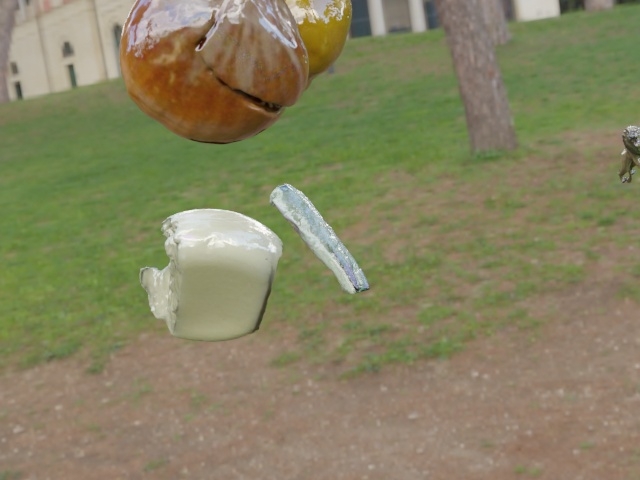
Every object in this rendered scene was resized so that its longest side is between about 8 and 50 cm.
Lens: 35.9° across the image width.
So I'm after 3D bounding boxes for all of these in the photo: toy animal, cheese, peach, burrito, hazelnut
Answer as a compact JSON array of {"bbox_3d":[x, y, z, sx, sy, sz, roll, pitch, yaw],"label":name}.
[{"bbox_3d":[0.663,-0.168,2.063,0.069,0.086,0.219,-37,-25,-10],"label":"toy animal"},{"bbox_3d":[-0.191,0.062,1.703,0.233,0.266,0.127,6,41,-12],"label":"cheese"},{"bbox_3d":[-0.055,-0.345,1.639,0.153,0.251,0.251,35,-11,-22],"label":"peach"},{"bbox_3d":[0.000,-0.001,2.145,0.066,0.309,0.096,-44,-17,15],"label":"burrito"},{"bbox_3d":[-0.096,-0.185,0.947,0.182,0.182,0.182,-8,7,1],"label":"hazelnut"}]
